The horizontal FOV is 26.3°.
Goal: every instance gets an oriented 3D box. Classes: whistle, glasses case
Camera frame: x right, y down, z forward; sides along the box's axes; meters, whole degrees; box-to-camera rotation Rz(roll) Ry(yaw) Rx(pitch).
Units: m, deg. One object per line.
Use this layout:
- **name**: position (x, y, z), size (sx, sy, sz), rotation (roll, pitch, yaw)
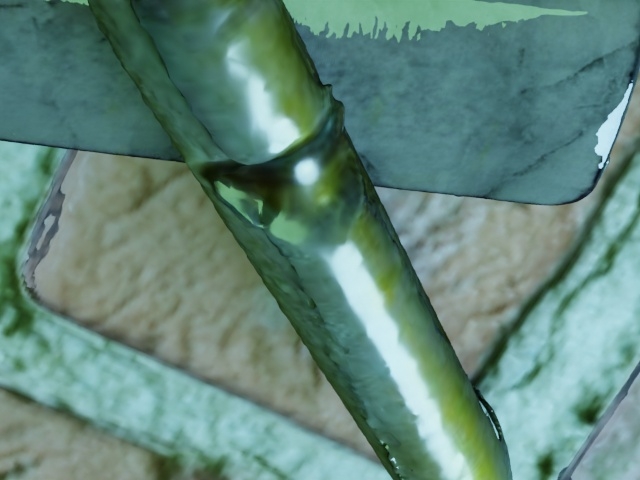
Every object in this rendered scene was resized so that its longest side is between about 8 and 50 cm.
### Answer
- **whistle**: position (0.001, -0.001, 0.518), size (0.057, 0.068, 0.326), rotation (-34, 129, -5)
- **glasses case**: position (-0.029, -0.084, 0.524), size (0.299, 0.060, 0.114), rotation (6, 119, -9)
